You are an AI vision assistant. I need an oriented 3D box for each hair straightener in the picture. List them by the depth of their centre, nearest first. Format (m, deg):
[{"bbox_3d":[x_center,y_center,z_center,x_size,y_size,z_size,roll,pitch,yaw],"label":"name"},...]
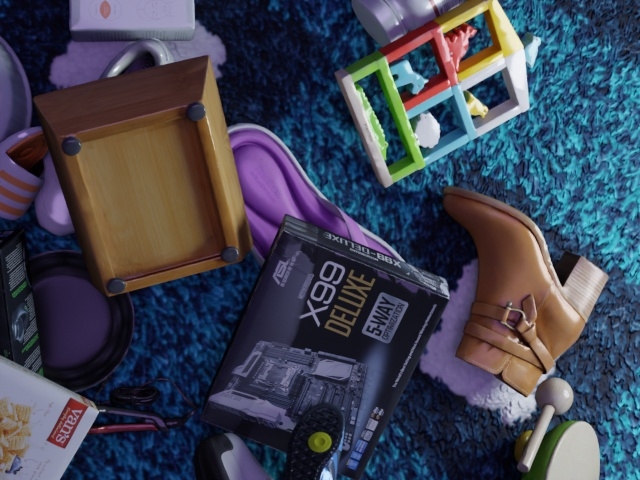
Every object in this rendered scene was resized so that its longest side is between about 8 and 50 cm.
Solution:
[{"bbox_3d":[-0.287,0.225,1.757,0.230,0.047,0.089,0,88,-2],"label":"hair straightener"}]

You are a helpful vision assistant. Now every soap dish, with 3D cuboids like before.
[{"bbox_3d":[-0.221,-0.074,1.644,0.228,0.118,0.291,-14,121,-5],"label":"soap dish"}]

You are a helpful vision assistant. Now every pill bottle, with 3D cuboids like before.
[{"bbox_3d":[0.154,-0.371,1.800,0.216,0.121,0.121,-39,93,-7],"label":"pill bottle"}]

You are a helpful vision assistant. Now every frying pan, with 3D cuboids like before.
[{"bbox_3d":[-0.419,0.117,1.742,0.326,0.053,0.197,-4,85,-5],"label":"frying pan"}]

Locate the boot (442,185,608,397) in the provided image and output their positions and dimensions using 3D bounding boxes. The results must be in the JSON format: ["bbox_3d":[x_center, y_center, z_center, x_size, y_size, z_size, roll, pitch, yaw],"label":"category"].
[{"bbox_3d":[0.248,0.072,1.819,0.283,0.109,0.220,34,88,-12],"label":"boot"}]

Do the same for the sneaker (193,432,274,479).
[{"bbox_3d":[0.018,0.427,1.764,0.257,0.169,0.448,-29,91,-23],"label":"sneaker"}]

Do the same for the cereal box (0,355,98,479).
[{"bbox_3d":[-0.417,0.227,1.553,0.240,0.047,0.173,31,88,-23],"label":"cereal box"}]

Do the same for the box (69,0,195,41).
[{"bbox_3d":[-0.262,-0.347,1.759,0.170,0.091,0.130,-1,89,-8],"label":"box"}]

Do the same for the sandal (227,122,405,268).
[{"bbox_3d":[-0.010,0.011,1.775,0.416,0.102,0.169,44,84,-4],"label":"sandal"}]

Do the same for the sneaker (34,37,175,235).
[{"bbox_3d":[-0.301,-0.149,1.718,0.114,0.152,0.305,29,86,-7],"label":"sneaker"}]

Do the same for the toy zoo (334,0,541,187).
[{"bbox_3d":[0.182,-0.222,1.797,0.293,0.030,0.192,-30,124,-7],"label":"toy zoo"}]

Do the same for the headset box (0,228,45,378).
[{"bbox_3d":[-0.497,0.143,1.645,0.246,0.131,0.283,-5,103,3],"label":"headset box"}]

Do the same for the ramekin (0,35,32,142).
[{"bbox_3d":[-0.527,-0.184,1.701,0.272,0.127,0.273,0,89,-8],"label":"ramekin"}]

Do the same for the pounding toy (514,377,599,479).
[{"bbox_3d":[0.304,0.320,1.797,0.183,0.110,0.237,-53,135,-35],"label":"pounding toy"}]

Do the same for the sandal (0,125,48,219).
[{"bbox_3d":[-0.434,-0.047,1.698,0.265,0.102,0.076,-43,78,17],"label":"sandal"}]

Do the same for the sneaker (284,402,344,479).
[{"bbox_3d":[-0.012,0.316,1.669,0.069,0.082,0.209,6,54,10],"label":"sneaker"}]

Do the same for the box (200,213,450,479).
[{"bbox_3d":[0.003,0.148,1.731,0.242,0.076,0.308,23,109,-7],"label":"box"}]
